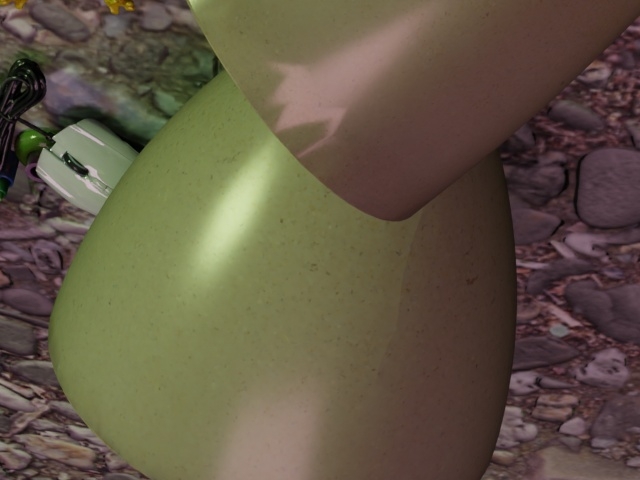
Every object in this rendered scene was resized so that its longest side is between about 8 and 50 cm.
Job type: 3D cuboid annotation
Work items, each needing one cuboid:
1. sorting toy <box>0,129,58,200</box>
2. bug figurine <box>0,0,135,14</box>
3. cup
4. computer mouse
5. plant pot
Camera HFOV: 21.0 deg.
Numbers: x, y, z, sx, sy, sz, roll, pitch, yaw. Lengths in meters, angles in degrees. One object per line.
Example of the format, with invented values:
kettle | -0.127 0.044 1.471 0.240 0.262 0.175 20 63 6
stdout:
sorting toy | -0.240 -0.059 1.334 0.102 0.042 0.061 15 147 -13
bug figurine | -0.214 -0.224 1.047 0.279 0.072 0.216 5 154 -5
cup | 0.000 0.000 1.176 0.331 0.331 0.237 13 123 -9
computer mouse | -0.173 -0.056 1.305 0.193 0.042 0.106 26 117 -32
plant pot | 0.092 -0.188 0.921 0.274 0.256 0.256 -31 134 22
